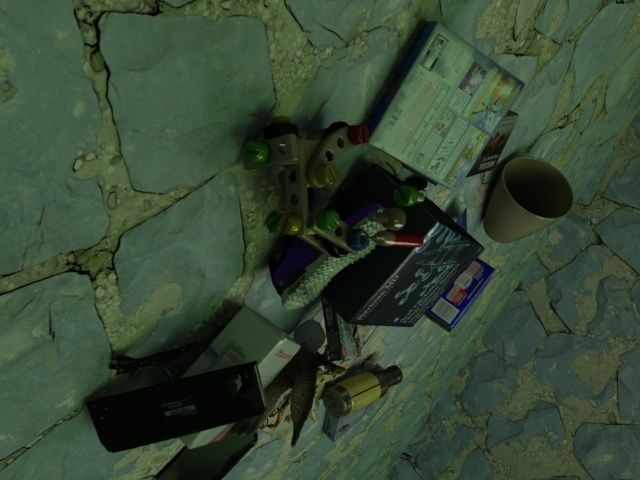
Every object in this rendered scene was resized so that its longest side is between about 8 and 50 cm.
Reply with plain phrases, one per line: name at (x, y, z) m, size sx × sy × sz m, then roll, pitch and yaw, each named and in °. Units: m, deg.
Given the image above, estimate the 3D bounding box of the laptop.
laptop at (-0.298, 0.584, 1.479) m, size 0.234 × 0.136 × 0.264 m, roll -44°, pitch 175°, yaw -13°

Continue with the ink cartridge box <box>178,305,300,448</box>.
ink cartridge box at (-0.190, 0.294, 1.171) m, size 0.283 × 0.117 × 0.207 m, roll -49°, pitch 164°, yaw -7°

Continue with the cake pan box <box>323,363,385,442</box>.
cake pan box at (0.134, 0.612, 2.060) m, size 0.267 × 0.070 × 0.245 m, roll -31°, pitch 147°, yaw -32°

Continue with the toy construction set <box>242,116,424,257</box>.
toy construction set at (-0.002, -0.077, 0.907) m, size 0.237 × 0.309 × 0.257 m, roll 2°, pitch 113°, yaw -50°

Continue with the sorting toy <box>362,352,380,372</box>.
sorting toy at (0.194, 0.449, 1.995) m, size 0.075 × 0.045 × 0.083 m, roll -33°, pitch 146°, yaw -43°

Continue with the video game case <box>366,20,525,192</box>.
video game case at (0.256, -0.273, 1.139) m, size 0.244 × 0.061 × 0.269 m, roll 25°, pitch 105°, yaw -22°

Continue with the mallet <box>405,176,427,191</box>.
mallet at (0.239, -0.095, 1.469) m, size 0.062 × 0.039 × 0.189 m, roll -26°, pitch 146°, yaw -32°

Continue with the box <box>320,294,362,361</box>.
box at (0.052, 0.201, 1.387) m, size 0.036 × 0.206 × 0.114 m, roll -15°, pitch 166°, yaw 29°

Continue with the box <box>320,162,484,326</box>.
box at (0.179, 0.033, 1.310) m, size 0.293 × 0.212 × 0.395 m, roll -50°, pitch 151°, yaw 14°

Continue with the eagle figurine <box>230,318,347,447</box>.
eagle figurine at (-0.064, 0.361, 1.344) m, size 0.298 × 0.225 × 0.226 m, roll -19°, pitch 148°, yaw -55°

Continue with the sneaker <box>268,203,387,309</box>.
sneaker at (-0.001, 0.000, 1.114) m, size 0.293 × 0.146 × 0.102 m, roll -41°, pitch 149°, yaw 15°

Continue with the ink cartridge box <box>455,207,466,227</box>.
ink cartridge box at (0.420, 0.066, 1.819) m, size 0.307 × 0.072 × 0.303 m, roll -50°, pitch 160°, yaw 0°

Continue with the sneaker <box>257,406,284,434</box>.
sneaker at (-0.159, 0.492, 1.529) m, size 0.083 × 0.070 × 0.185 m, roll -56°, pitch 158°, yaw -11°

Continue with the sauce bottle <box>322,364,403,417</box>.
sauce bottle at (0.159, 0.512, 1.876) m, size 0.345 × 0.111 × 0.111 m, roll -6°, pitch 127°, yaw -45°

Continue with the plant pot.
plant pot at (0.695, -0.109, 1.908) m, size 0.257 × 0.256 × 0.274 m, roll -34°, pitch 162°, yaw -29°

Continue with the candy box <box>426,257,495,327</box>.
candy box at (0.525, 0.207, 2.055) m, size 0.268 × 0.122 × 0.317 m, roll -52°, pitch 162°, yaw -3°

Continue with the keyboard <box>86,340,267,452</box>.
keyboard at (-0.271, 0.278, 1.013) m, size 0.317 × 0.033 × 0.201 m, roll -12°, pitch 110°, yaw -8°

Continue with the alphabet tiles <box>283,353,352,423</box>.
alphabet tiles at (-0.011, 0.467, 1.743) m, size 0.278 × 0.021 × 0.284 m, roll -3°, pitch 125°, yaw -53°

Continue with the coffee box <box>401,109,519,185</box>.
coffee box at (0.356, -0.255, 1.366) m, size 0.297 × 0.119 × 0.168 m, roll -17°, pitch 135°, yaw -45°
